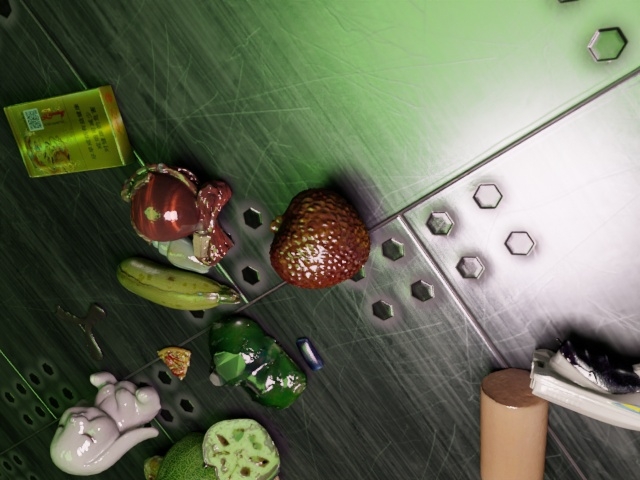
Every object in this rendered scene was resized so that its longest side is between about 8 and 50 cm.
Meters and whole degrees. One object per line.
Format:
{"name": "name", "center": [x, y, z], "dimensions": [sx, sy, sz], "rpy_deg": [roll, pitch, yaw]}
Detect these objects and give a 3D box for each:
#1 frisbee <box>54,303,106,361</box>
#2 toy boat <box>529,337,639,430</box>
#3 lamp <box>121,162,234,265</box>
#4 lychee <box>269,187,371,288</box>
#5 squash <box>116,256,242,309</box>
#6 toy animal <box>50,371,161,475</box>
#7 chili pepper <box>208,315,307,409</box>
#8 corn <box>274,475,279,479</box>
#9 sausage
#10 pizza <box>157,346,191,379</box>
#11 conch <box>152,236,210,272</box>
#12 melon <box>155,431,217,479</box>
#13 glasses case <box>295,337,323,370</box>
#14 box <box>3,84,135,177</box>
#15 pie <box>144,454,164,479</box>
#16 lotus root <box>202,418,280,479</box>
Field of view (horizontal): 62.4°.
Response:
{"name": "frisbee", "center": [-0.680, 0.239, 1.491], "dimensions": [0.187, 0.012, 0.211], "rpy_deg": [21, 121, 16]}
{"name": "toy boat", "center": [0.493, 0.234, 0.876], "dimensions": [0.269, 0.141, 0.141], "rpy_deg": [3, 114, 21]}
{"name": "lamp", "center": [-0.303, -0.052, 1.099], "dimensions": [0.223, 0.151, 0.215], "rpy_deg": [16, 123, 15]}
{"name": "lychee", "center": [-0.006, 0.001, 0.967], "dimensions": [0.194, 0.194, 0.195], "rpy_deg": [10, 117, 21]}
{"name": "squash", "center": [-0.340, 0.111, 1.228], "dimensions": [0.340, 0.094, 0.095], "rpy_deg": [13, 118, 18]}
{"name": "toy animal", "center": [-0.594, 0.513, 1.429], "dimensions": [0.271, 0.265, 0.206], "rpy_deg": [10, 118, 19]}
{"name": "chili pepper", "center": [-0.156, 0.286, 1.206], "dimensions": [0.264, 0.116, 0.148], "rpy_deg": [47, 120, -2]}
{"name": "corn", "center": [-0.206, 0.666, 1.428], "dimensions": [0.237, 0.079, 0.080], "rpy_deg": [-27, 100, 32]}
{"name": "sausage", "center": [0.365, 0.376, 1.001], "dimensions": [0.123, 0.123, 0.253], "rpy_deg": [3, 114, 24]}
{"name": "pizza", "center": [-0.372, 0.309, 1.369], "dimensions": [0.100, 0.029, 0.099], "rpy_deg": [49, 122, -3]}
{"name": "conch", "center": [-0.323, 0.031, 1.196], "dimensions": [0.180, 0.065, 0.088], "rpy_deg": [27, 120, 2]}
{"name": "melon", "center": [-0.317, 0.638, 1.366], "dimensions": [0.129, 0.169, 0.265], "rpy_deg": [-32, 74, 35]}
{"name": "glasses case", "center": [-0.025, 0.258, 1.187], "dimensions": [0.033, 0.023, 0.083], "rpy_deg": [-23, 103, 35]}
{"name": "box", "center": [-0.573, -0.242, 1.200], "dimensions": [0.311, 0.043, 0.173], "rpy_deg": [-3, 112, 25]}
{"name": "pie", "center": [-0.412, 0.717, 1.531], "dimensions": [0.274, 0.055, 0.274], "rpy_deg": [21, 137, 21]}
{"name": "lotus root", "center": [-0.197, 0.539, 1.354], "dimensions": [0.203, 0.078, 0.183], "rpy_deg": [-5, 89, 9]}
